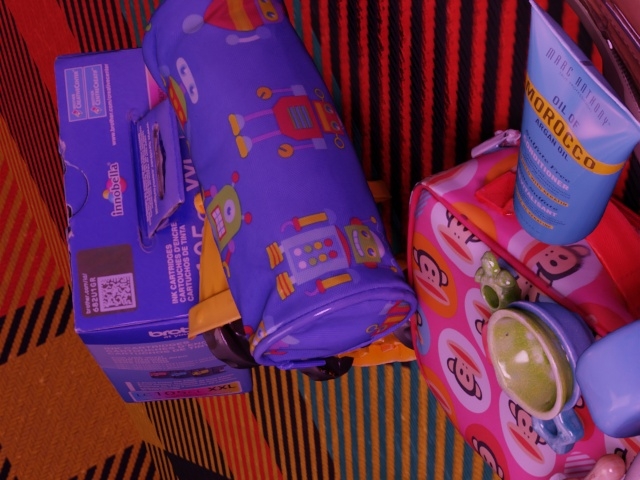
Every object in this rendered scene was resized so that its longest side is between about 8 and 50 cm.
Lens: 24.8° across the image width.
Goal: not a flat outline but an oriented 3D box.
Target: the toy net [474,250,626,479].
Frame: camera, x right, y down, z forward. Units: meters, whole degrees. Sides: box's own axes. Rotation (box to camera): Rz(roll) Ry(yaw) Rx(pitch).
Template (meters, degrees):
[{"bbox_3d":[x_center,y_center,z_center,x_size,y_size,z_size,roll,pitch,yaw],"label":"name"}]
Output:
[{"bbox_3d":[0.132,0.126,0.879,0.122,0.045,0.232,28,137,53],"label":"toy net"}]

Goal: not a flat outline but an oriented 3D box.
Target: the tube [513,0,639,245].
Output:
[{"bbox_3d":[0.128,-0.050,0.740,0.080,0.052,0.207,48,173,16],"label":"tube"}]

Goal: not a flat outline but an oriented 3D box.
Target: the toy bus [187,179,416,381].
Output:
[{"bbox_3d":[0.000,0.000,1.229,0.149,0.220,0.211,-24,62,39],"label":"toy bus"}]

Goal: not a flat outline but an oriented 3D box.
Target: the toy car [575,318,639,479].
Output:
[{"bbox_3d":[0.252,0.156,0.749,0.238,0.210,0.219,68,-177,-66],"label":"toy car"}]

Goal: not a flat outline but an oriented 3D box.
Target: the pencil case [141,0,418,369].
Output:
[{"bbox_3d":[-0.039,-0.051,1.067,0.133,0.119,0.306,-48,55,43],"label":"pencil case"}]

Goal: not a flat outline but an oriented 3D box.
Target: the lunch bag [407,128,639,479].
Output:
[{"bbox_3d":[0.168,0.068,0.940,0.293,0.120,0.258,45,154,42],"label":"lunch bag"}]

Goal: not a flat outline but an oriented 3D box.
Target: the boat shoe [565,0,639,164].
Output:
[{"bbox_3d":[0.164,-0.150,0.699,0.307,0.110,0.104,54,163,-10],"label":"boat shoe"}]

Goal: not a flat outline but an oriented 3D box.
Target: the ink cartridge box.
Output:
[{"bbox_3d":[-0.157,-0.012,1.400,0.395,0.151,0.270,84,178,-73],"label":"ink cartridge box"}]
